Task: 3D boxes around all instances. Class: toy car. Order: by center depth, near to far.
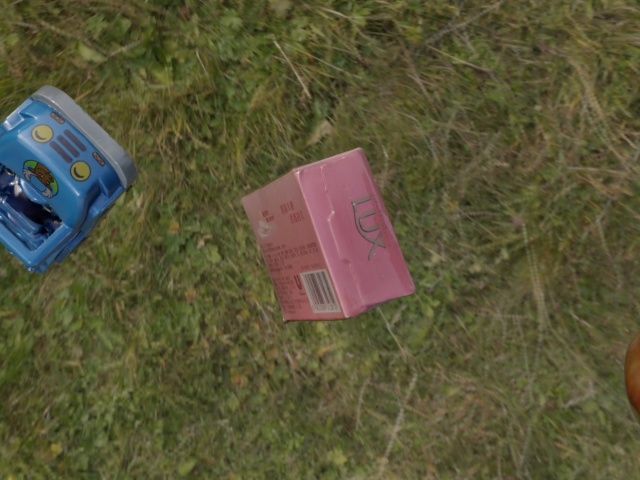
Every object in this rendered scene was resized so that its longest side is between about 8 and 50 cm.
[{"bbox_3d":[-0.225,-0.032,0.715,0.097,0.191,0.100,44,56,-8],"label":"toy car"}]

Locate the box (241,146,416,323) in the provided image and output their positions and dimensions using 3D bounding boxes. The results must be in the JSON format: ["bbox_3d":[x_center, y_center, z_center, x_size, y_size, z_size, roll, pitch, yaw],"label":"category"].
[{"bbox_3d":[0.000,0.000,0.666,0.060,0.156,0.111,-22,94,-21],"label":"box"}]

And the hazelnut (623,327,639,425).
[{"bbox_3d":[0.371,0.121,0.835,0.178,0.204,0.178,5,113,13],"label":"hazelnut"}]
